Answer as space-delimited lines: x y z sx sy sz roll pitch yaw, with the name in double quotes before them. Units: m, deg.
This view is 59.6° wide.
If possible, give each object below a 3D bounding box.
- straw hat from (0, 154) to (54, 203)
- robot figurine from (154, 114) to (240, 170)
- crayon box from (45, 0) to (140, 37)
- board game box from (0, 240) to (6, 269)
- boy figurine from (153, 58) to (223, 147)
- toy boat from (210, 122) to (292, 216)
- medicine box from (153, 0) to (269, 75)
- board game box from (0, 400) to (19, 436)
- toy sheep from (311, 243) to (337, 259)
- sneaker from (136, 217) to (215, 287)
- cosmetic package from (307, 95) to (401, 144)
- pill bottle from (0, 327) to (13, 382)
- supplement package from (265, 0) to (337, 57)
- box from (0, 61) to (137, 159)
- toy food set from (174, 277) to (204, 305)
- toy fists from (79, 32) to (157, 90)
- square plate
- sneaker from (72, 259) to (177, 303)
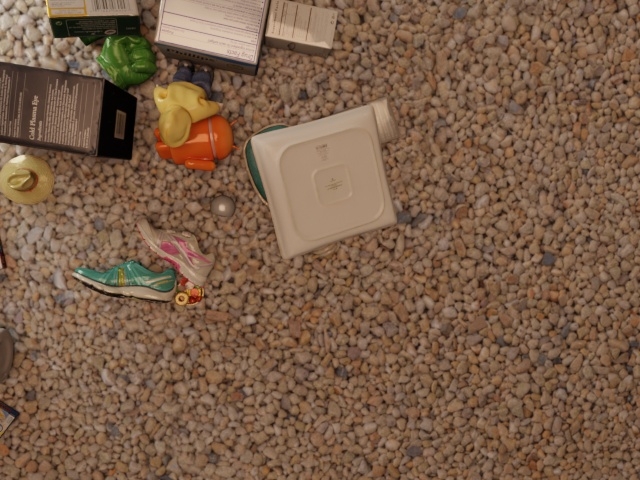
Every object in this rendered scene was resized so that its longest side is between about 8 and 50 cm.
"straw hat" -0.799 -0.161 1.496 0.145 0.061 0.144 0 95 -6
"robot figurine" -0.329 -0.270 1.503 0.220 0.158 0.128 -8 124 -6
"crayon box" -0.578 -0.662 1.385 0.203 0.083 0.322 -9 75 -19
"board game box" -0.956 -0.049 1.507 0.145 0.027 0.281 -10 96 -7
"boy figurine" -0.340 -0.349 1.427 0.178 0.092 0.285 11 49 -9
"toy boat" -0.153 -0.153 1.522 0.318 0.148 0.267 -31 98 -3
"medicine box" -0.270 -0.613 1.466 0.264 0.149 0.289 11 95 -7
"board game box" -0.963 0.529 1.556 0.136 0.035 0.201 37 91 -8
"toy sheep" 0.000 0.000 1.586 0.091 0.091 0.132 -32 116 -2
"sneaker" -0.393 0.015 1.543 0.252 0.103 0.111 41 80 -8
"cosmetic package" 0.086 -0.305 1.557 0.238 0.107 0.127 -22 101 -6
"pill bottle" -0.982 0.305 1.475 0.272 0.152 0.152 2 95 -7
"supplement package" -0.055 -0.574 1.514 0.180 0.105 0.105 9 94 -6
"box" -0.646 -0.308 1.356 0.313 0.343 0.178 7 96 -7
"toy food set" -0.374 0.146 1.591 0.084 0.020 0.082 1 95 -6
"toy fists" -0.550 -0.539 1.470 0.142 0.096 0.279 -38 97 -6
"square plate" 0.025 -0.151 1.485 0.348 0.049 0.343 -18 109 -13
"sneaker" -0.537 0.106 1.546 0.276 0.107 0.109 10 75 -12
